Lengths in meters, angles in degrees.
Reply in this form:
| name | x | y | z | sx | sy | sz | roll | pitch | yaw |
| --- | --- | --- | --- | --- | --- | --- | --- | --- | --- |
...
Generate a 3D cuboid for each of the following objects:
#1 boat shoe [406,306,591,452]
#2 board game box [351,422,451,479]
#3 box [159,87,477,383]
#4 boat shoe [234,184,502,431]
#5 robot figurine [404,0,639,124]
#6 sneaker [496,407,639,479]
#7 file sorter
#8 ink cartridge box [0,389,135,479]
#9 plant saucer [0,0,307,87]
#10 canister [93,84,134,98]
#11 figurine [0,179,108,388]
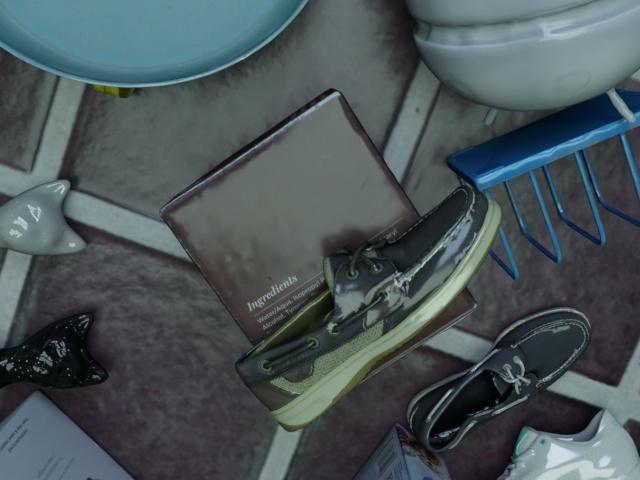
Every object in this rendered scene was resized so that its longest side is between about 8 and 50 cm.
| name | x | y | z | sx | sy | sz | roll | pitch | yaw |
| --- | --- | --- | --- | --- | --- | --- | --- | --- | --- |
| boat shoe | 0.178 | 0.140 | 0.737 | 0.206 | 0.065 | 0.075 | -33 | 100 | 5 |
| board game box | 0.015 | 0.359 | 0.651 | 0.065 | 0.319 | 0.318 | 35 | 100 | -8 |
| box | 0.000 | 0.000 | 0.653 | 0.167 | 0.168 | 0.203 | -33 | 101 | 6 |
| boat shoe | 0.029 | 0.040 | 0.534 | 0.073 | 0.080 | 0.223 | 41 | 102 | -14 |
| robot figurine | 0.148 | -0.245 | 0.544 | 0.199 | 0.299 | 0.354 | -35 | 123 | -30 |
| sneaker | 0.210 | 0.237 | 0.762 | 0.212 | 0.080 | 0.094 | -24 | 86 | 1 |
| file sorter | 0.218 | -0.051 | 0.673 | 0.170 | 0.118 | 0.105 | -22 | 104 | 4 |
| ink cartridge box | -0.260 | 0.326 | 0.700 | 0.198 | 0.197 | 0.270 | -42 | 99 | 6 |
| plant saucer | -0.146 | -0.265 | 0.605 | 0.317 | 0.044 | 0.318 | 1 | 79 | -7 |
| canister | -0.229 | -0.212 | 0.656 | 0.169 | 0.073 | 0.126 | 21 | 99 | -3 |
| figurine | -0.317 | 0.051 | 0.709 | 0.209 | 0.092 | 0.215 | -7 | 101 | -8 |
